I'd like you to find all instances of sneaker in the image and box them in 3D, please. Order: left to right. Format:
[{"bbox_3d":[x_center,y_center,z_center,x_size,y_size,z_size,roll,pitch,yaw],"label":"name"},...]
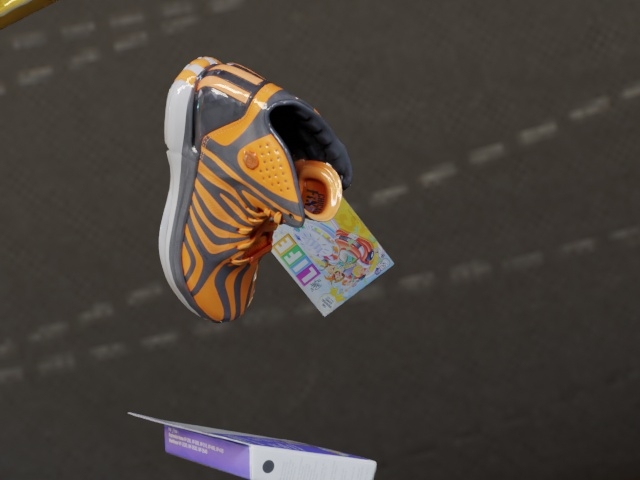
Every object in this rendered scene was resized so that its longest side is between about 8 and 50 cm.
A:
[{"bbox_3d":[-0.065,-0.024,2.012,0.124,0.180,0.321,-43,-37,-39],"label":"sneaker"}]

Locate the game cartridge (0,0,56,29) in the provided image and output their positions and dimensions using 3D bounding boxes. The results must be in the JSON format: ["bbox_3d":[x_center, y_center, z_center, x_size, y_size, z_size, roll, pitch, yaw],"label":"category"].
[{"bbox_3d":[-0.431,-0.331,2.096,0.323,0.285,0.053,-28,-15,-6],"label":"game cartridge"}]

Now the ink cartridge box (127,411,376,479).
[{"bbox_3d":[-0.080,0.232,2.122,0.208,0.045,0.206,14,-5,-30],"label":"ink cartridge box"}]

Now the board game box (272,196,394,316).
[{"bbox_3d":[0.000,0.000,2.239,0.103,0.026,0.154,-37,-64,3],"label":"board game box"}]
